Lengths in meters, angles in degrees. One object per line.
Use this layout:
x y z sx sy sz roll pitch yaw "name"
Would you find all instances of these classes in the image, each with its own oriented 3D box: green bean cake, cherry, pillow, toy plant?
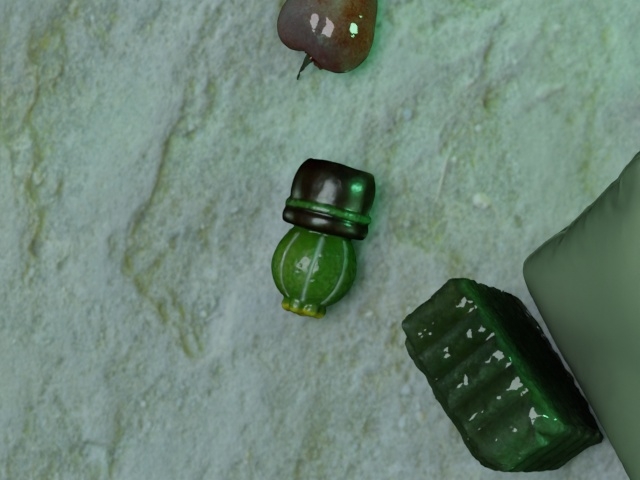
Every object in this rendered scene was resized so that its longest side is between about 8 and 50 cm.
0.177 0.133 1.730 0.094 0.185 0.183 -41 68 19 "green bean cake"
0.007 -0.236 1.904 0.106 0.087 0.126 5 88 19 "cherry"
0.328 0.099 1.671 0.322 0.119 0.255 64 146 18 "pillow"
0.000 0.000 1.872 0.093 0.093 0.162 16 89 24 "toy plant"
